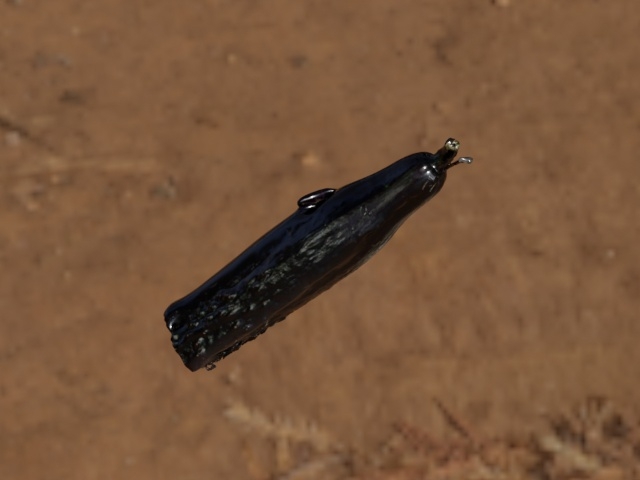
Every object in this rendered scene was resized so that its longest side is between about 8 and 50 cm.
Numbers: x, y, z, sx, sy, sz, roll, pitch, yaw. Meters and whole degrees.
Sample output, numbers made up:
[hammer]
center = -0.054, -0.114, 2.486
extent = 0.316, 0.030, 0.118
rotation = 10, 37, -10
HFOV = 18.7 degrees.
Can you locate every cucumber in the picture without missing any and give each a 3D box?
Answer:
[cucumber]
center = 0.000, 0.000, 0.813
extent = 0.163, 0.039, 0.043
rotation = -38, 4, 24
